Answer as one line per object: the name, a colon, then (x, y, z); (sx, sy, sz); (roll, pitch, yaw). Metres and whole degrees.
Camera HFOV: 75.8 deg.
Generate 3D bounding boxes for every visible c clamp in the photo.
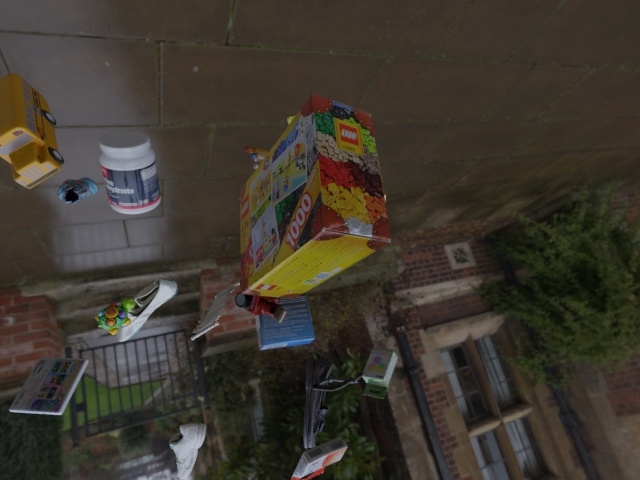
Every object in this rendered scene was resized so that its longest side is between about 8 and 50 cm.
c clamp: (0.054, 0.470, 1.361); (0.161, 0.022, 0.137); (-17, 179, 43)

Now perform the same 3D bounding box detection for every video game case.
video game case: (-0.749, 0.400, 1.142); (0.144, 0.157, 0.019); (2, 135, 4)

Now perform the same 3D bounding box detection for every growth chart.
growth chart: (-0.405, 0.266, 1.574); (0.172, 0.237, 0.021); (-29, 117, 33)

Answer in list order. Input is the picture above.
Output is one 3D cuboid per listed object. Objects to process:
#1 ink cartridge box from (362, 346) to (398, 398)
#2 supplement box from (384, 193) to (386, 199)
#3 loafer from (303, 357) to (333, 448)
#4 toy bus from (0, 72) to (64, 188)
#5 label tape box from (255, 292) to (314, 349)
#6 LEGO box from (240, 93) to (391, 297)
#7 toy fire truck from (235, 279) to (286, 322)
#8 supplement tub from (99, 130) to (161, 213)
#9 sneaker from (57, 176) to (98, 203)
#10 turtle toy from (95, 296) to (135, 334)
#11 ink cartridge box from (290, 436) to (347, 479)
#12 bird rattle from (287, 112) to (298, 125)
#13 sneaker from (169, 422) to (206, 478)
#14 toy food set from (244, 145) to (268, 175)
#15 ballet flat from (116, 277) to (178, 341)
ink cartridge box: (0.255, 0.580, 1.818); (0.109, 0.209, 0.062); (-3, 132, 37)
supplement box: (0.225, -0.177, 1.764); (0.099, 0.062, 0.036); (-27, 132, -30)
loafer: (-0.008, 0.568, 1.435); (0.096, 0.301, 0.109); (2, 172, 1)
toy bus: (-0.792, -0.295, 1.096); (0.108, 0.332, 0.130); (-31, 148, -1)
label tape box: (-0.179, 0.321, 1.915); (0.241, 0.333, 0.106); (-3, 156, -18)
LEGO box: (-0.051, -0.085, 1.159); (0.193, 0.371, 0.500); (9, 153, -29)
toy fire truck: (-0.168, 0.177, 1.431); (0.247, 0.216, 0.159); (23, -171, 32)
supplement tub: (-0.717, -0.254, 1.555); (0.191, 0.191, 0.271); (-9, 128, -21)
sneaker: (-1.176, -0.227, 1.934); (0.262, 0.104, 0.125); (-9, -150, 31)
turtle toy: (-0.670, 0.239, 1.352); (0.130, 0.095, 0.066); (-42, 162, -39)
ink cartridge box: (-0.011, 0.684, 1.238); (0.146, 0.045, 0.179); (-2, 120, -38)
bird rattle: (-0.066, -0.427, 1.812); (0.207, 0.253, 0.143); (2, -173, 20)
sneaker: (-0.429, 0.649, 1.283); (0.094, 0.080, 0.212); (17, 107, -18)
toy food set: (-0.262, -0.284, 1.732); (0.105, 0.231, 0.111); (8, 174, -40)
ballet flat: (-0.880, 0.322, 2.005); (0.400, 0.139, 0.139); (-43, 161, 0)
